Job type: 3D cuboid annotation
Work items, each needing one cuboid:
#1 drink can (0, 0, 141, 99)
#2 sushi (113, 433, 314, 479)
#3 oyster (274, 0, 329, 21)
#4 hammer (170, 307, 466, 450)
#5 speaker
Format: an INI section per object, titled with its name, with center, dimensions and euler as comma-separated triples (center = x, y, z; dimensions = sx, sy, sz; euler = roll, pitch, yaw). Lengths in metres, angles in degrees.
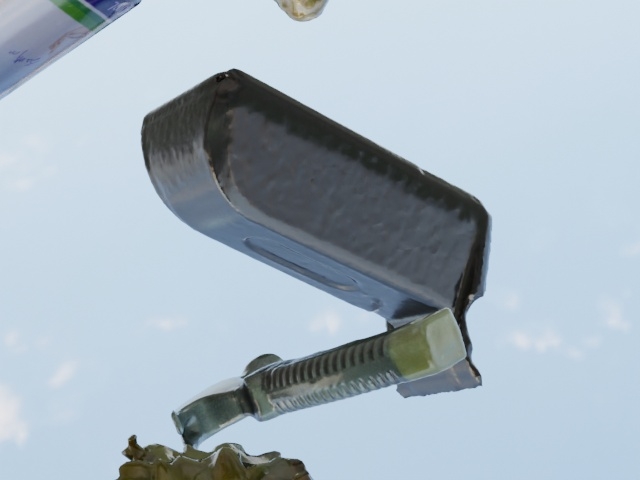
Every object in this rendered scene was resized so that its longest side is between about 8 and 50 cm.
[drink can]
center = -0.202, -0.108, 0.857
dimensions = 0.235, 0.097, 0.097
euler = -31, -159, 14
[sushi]
center = -0.044, 0.316, 0.930
dimensions = 0.240, 0.351, 0.396
euler = -26, -131, -8
[oyster]
center = -0.031, -0.303, 0.848
dimensions = 0.096, 0.361, 0.221
euler = -18, 177, -29
[hammer]
center = -0.005, 0.102, 1.185
dimensions = 0.226, 0.041, 0.159
euler = -18, -174, 34
[speaker]
center = 0.000, 0.000, 1.648
dimensions = 0.180, 0.388, 0.184
euler = -19, -131, 56
